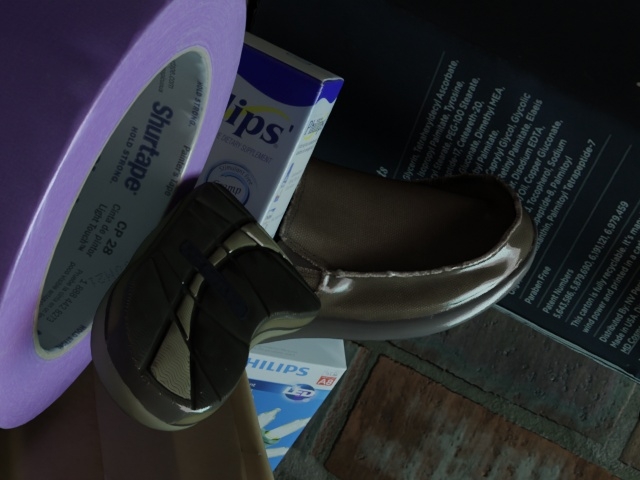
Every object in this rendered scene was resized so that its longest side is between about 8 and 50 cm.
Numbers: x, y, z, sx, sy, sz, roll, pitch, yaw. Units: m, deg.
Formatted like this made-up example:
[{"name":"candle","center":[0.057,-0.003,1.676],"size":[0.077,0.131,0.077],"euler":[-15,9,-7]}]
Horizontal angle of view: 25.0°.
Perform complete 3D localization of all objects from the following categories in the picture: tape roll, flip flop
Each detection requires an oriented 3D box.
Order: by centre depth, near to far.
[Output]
[{"name":"tape roll","center":[-0.143,-0.039,0.787],"size":[0.275,0.090,0.275],"euler":[-62,172,-15]},{"name":"flip flop","center":[-0.076,0.044,0.853],"size":[0.080,0.112,0.277],"euler":[-38,-174,22]}]

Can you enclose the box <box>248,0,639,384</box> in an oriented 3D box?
[{"name":"box","center":[0.232,-0.197,1.360],"size":[0.480,0.471,0.297],"euler":[-58,170,-39]}]

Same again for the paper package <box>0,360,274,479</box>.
[{"name":"paper package","center":[-0.158,0.244,0.930],"size":[0.309,0.168,0.325],"euler":[-111,-140,-57]}]

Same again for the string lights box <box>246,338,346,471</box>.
[{"name":"string lights box","center":[-0.084,0.172,1.595],"size":[0.260,0.133,0.077],"euler":[122,-28,-45]}]

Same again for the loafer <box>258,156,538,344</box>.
[{"name":"loafer","center":[0.000,0.000,1.115],"size":[0.134,0.366,0.130],"euler":[-117,-158,-49]}]

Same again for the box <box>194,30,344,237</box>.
[{"name":"box","center":[-0.071,-0.078,1.012],"size":[0.137,0.126,0.072],"euler":[-65,171,13]}]
